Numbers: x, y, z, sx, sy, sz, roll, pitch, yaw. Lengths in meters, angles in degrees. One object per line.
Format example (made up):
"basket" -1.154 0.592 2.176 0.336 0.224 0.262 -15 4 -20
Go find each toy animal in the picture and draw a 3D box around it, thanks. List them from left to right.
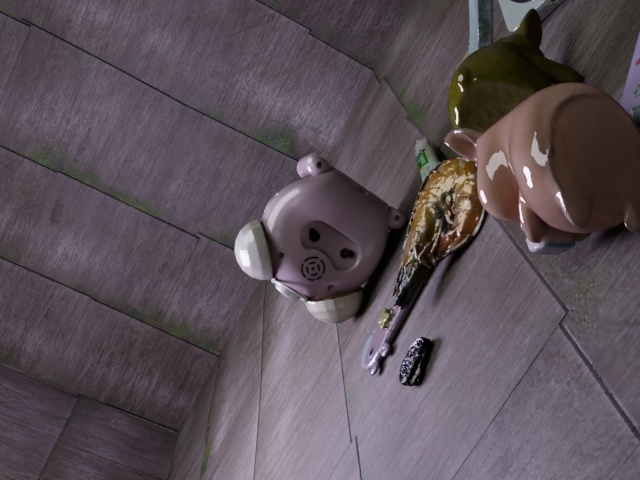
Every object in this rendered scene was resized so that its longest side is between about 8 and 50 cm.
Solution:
"toy animal" 0.341 -0.271 1.343 0.181 0.180 0.363 -46 -2 39
"toy animal" 0.311 -0.091 1.028 0.256 0.195 0.212 145 124 -71

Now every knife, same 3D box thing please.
"knife" 0.177 0.092 1.565 0.398 0.038 0.132 -62 14 10

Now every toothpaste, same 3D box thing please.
"toothpaste" 0.251 -0.147 1.737 0.314 0.056 0.058 -92 -10 -61

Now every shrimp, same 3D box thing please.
"shrimp" 0.225 -0.011 1.455 0.164 0.062 0.316 17 84 53

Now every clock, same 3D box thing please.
"clock" 0.000 0.000 1.853 0.325 0.342 0.184 -56 6 0

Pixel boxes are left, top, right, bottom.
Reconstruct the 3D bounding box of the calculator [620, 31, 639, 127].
"calculator" 0.461 -0.255 1.004 0.246 0.045 0.141 -68 12 -16

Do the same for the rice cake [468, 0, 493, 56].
"rice cake" 0.344 -0.476 1.682 0.081 0.051 0.290 -133 34 -62

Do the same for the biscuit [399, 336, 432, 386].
"biscuit" 0.168 0.213 1.366 0.089 0.027 0.087 -58 12 27

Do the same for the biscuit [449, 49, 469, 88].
"biscuit" 0.358 -0.423 1.912 0.152 0.020 0.152 -59 12 22

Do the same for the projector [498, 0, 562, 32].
"projector" 0.440 -0.588 1.544 0.257 0.079 0.259 137 126 -59
